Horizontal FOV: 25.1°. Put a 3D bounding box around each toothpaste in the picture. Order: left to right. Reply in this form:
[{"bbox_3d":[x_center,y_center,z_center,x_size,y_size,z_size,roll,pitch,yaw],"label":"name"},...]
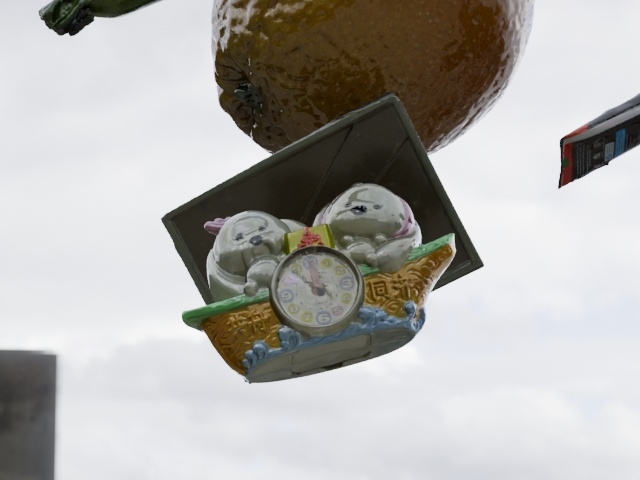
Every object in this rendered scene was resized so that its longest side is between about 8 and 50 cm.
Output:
[{"bbox_3d":[0.305,-0.117,1.379,0.193,0.045,0.071,-29,-37,-14],"label":"toothpaste"}]

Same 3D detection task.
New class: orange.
[{"bbox_3d":[0.049,-0.235,1.515,0.357,0.322,0.322,-32,-7,-25],"label":"orange"}]

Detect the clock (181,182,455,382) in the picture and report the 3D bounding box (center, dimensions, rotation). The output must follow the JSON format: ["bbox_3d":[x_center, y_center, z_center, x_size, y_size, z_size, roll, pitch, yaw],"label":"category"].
[{"bbox_3d":[-0.001,0.028,1.162,0.231,0.144,0.103,-13,-23,-7],"label":"clock"}]

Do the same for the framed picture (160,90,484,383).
[{"bbox_3d":[0.000,0.000,1.364,0.260,0.189,0.023,-28,4,7],"label":"framed picture"}]

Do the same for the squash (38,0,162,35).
[{"bbox_3d":[-0.080,-0.247,1.170,0.318,0.080,0.071,-19,-50,-3],"label":"squash"}]
